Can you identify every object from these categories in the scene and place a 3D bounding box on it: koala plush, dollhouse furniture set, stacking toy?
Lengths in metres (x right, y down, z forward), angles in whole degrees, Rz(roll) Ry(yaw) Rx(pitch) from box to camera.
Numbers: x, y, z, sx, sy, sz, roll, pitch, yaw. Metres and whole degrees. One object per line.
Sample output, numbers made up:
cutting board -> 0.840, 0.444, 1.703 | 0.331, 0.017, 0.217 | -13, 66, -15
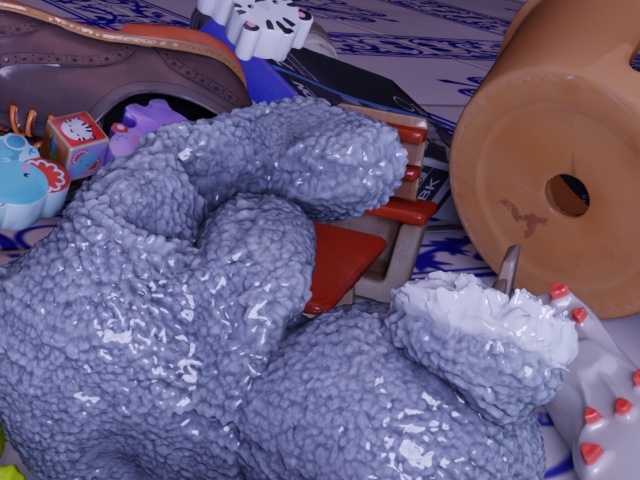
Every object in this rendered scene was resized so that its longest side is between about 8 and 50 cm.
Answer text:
koala plush -> -0.004, 0.064, 0.505 | 0.221, 0.196, 0.203 | 30, 25, 32
dollhouse furniture set -> 0.000, 0.000, 0.788 | 0.262, 0.135, 0.259 | 12, 17, 12
stacking toy -> -0.113, -0.033, 0.571 | 0.221, 0.167, 0.052 | -20, 58, -37

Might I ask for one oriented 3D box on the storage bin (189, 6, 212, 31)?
storage bin -> -0.104, -0.184, 1.369 | 0.098, 0.135, 0.091 | 7, 28, -8

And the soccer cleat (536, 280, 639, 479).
soccer cleat -> 0.161, 0.100, 0.673 | 0.068, 0.076, 0.196 | -26, 35, 2

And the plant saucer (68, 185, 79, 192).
plant saucer -> -0.171, -0.075, 1.018 | 0.168, 0.029, 0.168 | -27, 9, 5

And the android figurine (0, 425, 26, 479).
android figurine -> -0.260, 0.078, 0.550 | 0.272, 0.056, 0.248 | 7, 17, -3

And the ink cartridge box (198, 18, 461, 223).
ink cartridge box -> 0.004, -0.101, 1.032 | 0.332, 0.065, 0.165 | 6, 35, -53

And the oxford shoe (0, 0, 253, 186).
oxford shoe -> -0.168, -0.082, 0.720 | 0.271, 0.097, 0.098 | -3, 35, -17

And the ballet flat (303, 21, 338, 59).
ballet flat -> -0.039, -0.154, 1.271 | 0.106, 0.108, 0.316 | 2, 28, 33

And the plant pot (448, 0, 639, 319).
plant pot -> 0.235, -0.071, 0.942 | 0.291, 0.291, 0.203 | 19, 36, 31

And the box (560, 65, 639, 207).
box -> 0.376, -0.073, 1.188 | 0.270, 0.143, 0.165 | 13, 19, 13
